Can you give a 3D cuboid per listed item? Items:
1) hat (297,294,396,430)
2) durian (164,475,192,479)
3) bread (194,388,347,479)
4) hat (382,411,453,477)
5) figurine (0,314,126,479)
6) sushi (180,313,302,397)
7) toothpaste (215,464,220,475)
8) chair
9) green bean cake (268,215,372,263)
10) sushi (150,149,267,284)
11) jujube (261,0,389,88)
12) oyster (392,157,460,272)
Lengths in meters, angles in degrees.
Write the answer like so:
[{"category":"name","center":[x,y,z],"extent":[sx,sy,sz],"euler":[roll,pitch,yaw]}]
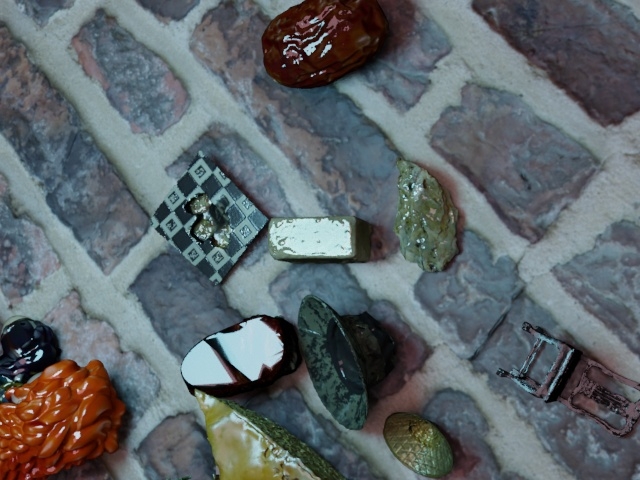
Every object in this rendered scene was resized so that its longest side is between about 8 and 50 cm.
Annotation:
[{"category":"hat","center":[0.065,0.201,1.744],"extent":[0.128,0.265,0.265],"euler":[-24,72,-23]},{"category":"durian","center":[-0.365,0.580,1.859],"extent":[0.132,0.107,0.375],"euler":[39,97,22]},{"category":"bread","center":[-0.116,0.463,1.720],"extent":[0.315,0.248,0.279],"euler":[25,89,25]},{"category":"hat","center":[0.191,0.350,1.726],"extent":[0.146,0.067,0.146],"euler":[22,131,28]},{"category":"figurine","center":[-0.587,0.322,1.934],"extent":[0.306,0.241,0.412],"euler":[-43,51,-15]},{"category":"sushi","center":[-0.151,0.225,1.830],"extent":[0.225,0.126,0.136],"euler":[-22,74,10]},{"category":"toothpaste","center":[-0.178,0.469,1.848],"extent":[0.067,0.043,0.194],"euler":[-4,75,21]},{"category":"chair","center":[0.433,0.240,1.629],"extent":[0.229,0.113,0.106],"euler":[29,94,24]},{"category":"green bean cake","center":[0.000,0.000,1.811],"extent":[0.179,0.109,0.085],"euler":[-1,83,19]},{"category":"sushi","center":[-0.219,-0.043,1.933],"extent":[0.210,0.040,0.192],"euler":[43,104,17]},{"category":"jujube","center":[0.006,-0.385,1.832],"extent":[0.250,0.174,0.174],"euler":[-21,76,14]},{"category":"oyster","center":[0.193,-0.046,1.772],"extent":[0.133,0.072,0.209],"euler":[5,86,23]}]
